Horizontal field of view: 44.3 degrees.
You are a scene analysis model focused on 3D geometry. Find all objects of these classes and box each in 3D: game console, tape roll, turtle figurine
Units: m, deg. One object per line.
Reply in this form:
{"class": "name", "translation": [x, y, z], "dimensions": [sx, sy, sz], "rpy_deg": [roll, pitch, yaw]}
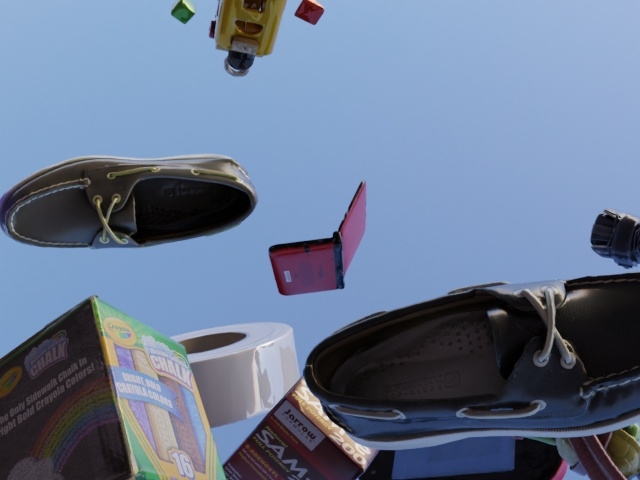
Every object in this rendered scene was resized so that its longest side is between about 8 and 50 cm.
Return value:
{"class": "game console", "translation": [0.000, 0.000, 0.959], "dimensions": [0.124, 0.144, 0.085], "rpy_deg": [-7, -115, 0]}
{"class": "tape roll", "translation": [-0.175, 0.205, 1.215], "dimensions": [0.286, 0.286, 0.100], "rpy_deg": [-9, -85, 18]}
{"class": "turtle figurine", "translation": [0.347, 0.211, 1.070], "dimensions": [0.266, 0.198, 0.275], "rpy_deg": [18, -107, 4]}
{"class": "game console", "translation": [0.254, 0.301, 1.423], "dimensions": [0.386, 0.060, 0.342], "rpy_deg": [-14, -132, 31]}

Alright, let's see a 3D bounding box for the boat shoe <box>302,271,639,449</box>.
{"class": "boat shoe", "translation": [0.133, 0.083, 0.564], "dimensions": [0.302, 0.091, 0.114], "rpy_deg": [-21, -129, 17]}

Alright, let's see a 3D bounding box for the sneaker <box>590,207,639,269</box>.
{"class": "sneaker", "translation": [0.484, -0.001, 1.207], "dimensions": [0.163, 0.226, 0.086], "rpy_deg": [23, -87, 35]}

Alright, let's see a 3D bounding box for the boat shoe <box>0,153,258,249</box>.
{"class": "boat shoe", "translation": [-0.225, -0.043, 0.939], "dimensions": [0.304, 0.109, 0.091], "rpy_deg": [-10, -157, -19]}

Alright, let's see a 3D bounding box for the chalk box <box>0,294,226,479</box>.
{"class": "chalk box", "translation": [-0.186, 0.147, 0.662], "dimensions": [0.132, 0.132, 0.213], "rpy_deg": [-34, -129, 11]}

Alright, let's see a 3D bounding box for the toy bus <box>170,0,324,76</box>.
{"class": "toy bus", "translation": [-0.105, -0.310, 1.121], "dimensions": [0.190, 0.202, 0.104], "rpy_deg": [-23, -136, 21]}

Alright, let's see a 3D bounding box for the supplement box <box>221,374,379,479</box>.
{"class": "supplement box", "translation": [-0.042, 0.287, 0.992], "dimensions": [0.130, 0.073, 0.239], "rpy_deg": [42, -57, 6]}
